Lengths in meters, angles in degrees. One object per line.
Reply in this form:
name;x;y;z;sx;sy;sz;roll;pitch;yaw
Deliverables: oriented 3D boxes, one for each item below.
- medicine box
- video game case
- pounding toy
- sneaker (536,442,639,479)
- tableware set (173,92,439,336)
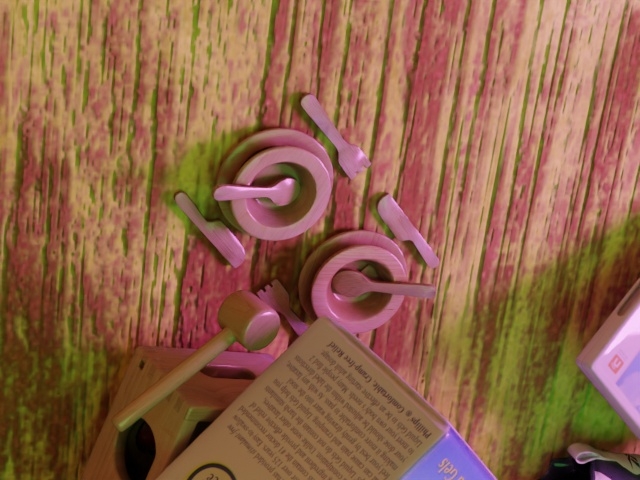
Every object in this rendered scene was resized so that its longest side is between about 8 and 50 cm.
medicine box;-0.004;0.249;1.233;0.289;0.149;0.263;-45;139;-5
video game case;0.319;0.090;1.384;0.193;0.023;0.212;-50;122;-13
pounding toy;-0.096;0.115;1.242;0.181;0.094;0.206;7;115;-41
sneaker;0.195;0.269;1.432;0.153;0.094;0.235;26;106;-26
tableware set;0.000;0.000;1.263;0.128;0.039;0.194;-38;121;3
